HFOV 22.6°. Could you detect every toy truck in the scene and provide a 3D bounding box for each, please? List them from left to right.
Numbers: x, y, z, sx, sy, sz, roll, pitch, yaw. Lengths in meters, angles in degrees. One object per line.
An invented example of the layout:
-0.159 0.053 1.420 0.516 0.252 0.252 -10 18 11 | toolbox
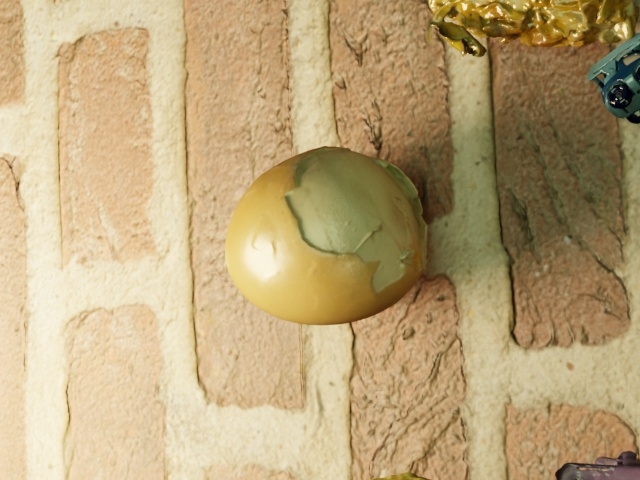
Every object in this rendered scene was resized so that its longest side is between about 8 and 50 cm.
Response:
0.360 -0.191 1.728 0.136 0.063 0.074 -35 53 16 | toy truck

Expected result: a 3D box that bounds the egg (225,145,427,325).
0.000 0.000 1.811 0.244 0.201 0.201 -19 78 35 | egg

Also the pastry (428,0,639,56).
0.225 -0.272 1.770 0.250 0.102 0.154 0 83 25 | pastry

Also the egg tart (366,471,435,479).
0.045 0.419 1.772 0.339 0.153 0.351 8 93 14 | egg tart

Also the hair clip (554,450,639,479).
0.391 0.253 1.674 0.278 0.090 0.137 0 74 18 | hair clip
